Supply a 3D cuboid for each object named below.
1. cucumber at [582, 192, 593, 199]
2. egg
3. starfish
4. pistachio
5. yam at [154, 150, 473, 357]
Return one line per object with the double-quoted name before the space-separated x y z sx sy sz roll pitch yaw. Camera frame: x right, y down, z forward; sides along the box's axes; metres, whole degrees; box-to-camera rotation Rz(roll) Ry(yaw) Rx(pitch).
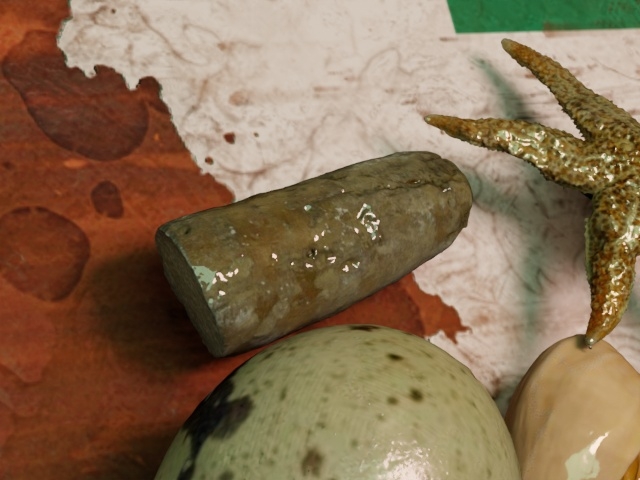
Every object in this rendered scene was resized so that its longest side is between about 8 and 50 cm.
"cucumber" 0.347 -0.049 1.892 0.227 0.069 0.069 12 63 -21
"egg" 0.003 0.243 1.480 0.288 0.287 0.379 25 71 -11
"starfish" 0.268 -0.048 1.761 0.358 0.078 0.347 16 52 -15
"pistachio" 0.215 0.192 1.681 0.157 0.157 0.229 30 60 -8
"yam" 0.000 0.000 1.689 0.330 0.133 0.133 -23 77 -34
